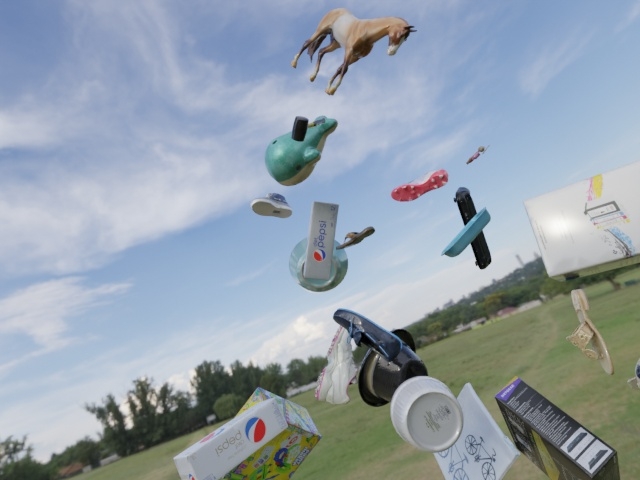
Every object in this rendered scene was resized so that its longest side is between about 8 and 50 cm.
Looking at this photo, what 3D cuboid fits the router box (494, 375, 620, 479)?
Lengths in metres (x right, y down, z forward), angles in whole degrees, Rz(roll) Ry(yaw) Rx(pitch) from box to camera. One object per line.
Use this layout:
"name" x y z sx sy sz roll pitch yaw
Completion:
"router box" 0.568 0.499 0.993 0.081 0.243 0.309 -39 -55 -9

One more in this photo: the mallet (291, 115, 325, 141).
"mallet" -0.029 -0.310 1.150 0.189 0.039 0.062 -37 -32 -65

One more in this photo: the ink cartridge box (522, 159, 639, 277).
"ink cartridge box" 0.567 -0.030 0.835 0.232 0.168 0.171 -22 -21 31

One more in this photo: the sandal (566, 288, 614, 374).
"sandal" 0.723 0.256 1.158 0.079 0.240 0.088 -11 -29 13

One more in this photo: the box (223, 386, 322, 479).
"box" -0.206 0.788 1.633 0.279 0.177 0.290 39 -90 -31

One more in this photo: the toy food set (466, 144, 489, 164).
"toy food set" 0.612 -0.339 1.646 0.078 0.019 0.122 -49 2 -25

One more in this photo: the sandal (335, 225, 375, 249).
"sandal" 0.152 -0.018 1.875 0.090 0.060 0.219 -10 -19 -44

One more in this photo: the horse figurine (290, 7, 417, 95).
"horse figurine" 0.039 -0.374 0.795 0.066 0.263 0.174 27 -72 -41

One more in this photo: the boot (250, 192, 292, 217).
"boot" -0.190 -0.137 1.522 0.069 0.086 0.190 -43 -32 24

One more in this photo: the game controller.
"game controller" 0.587 -0.050 1.602 0.067 0.319 0.166 -18 10 21

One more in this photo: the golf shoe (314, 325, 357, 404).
"golf shoe" 0.083 0.454 1.536 0.140 0.306 0.115 19 -21 4

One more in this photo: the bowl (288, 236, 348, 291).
"bowl" -0.010 0.136 2.096 0.311 0.312 0.163 -23 8 3

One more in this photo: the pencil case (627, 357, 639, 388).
"pencil case" 1.137 0.466 1.185 0.183 0.160 0.410 -51 25 1

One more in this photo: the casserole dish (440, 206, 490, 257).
"casserole dish" 0.420 -0.016 1.189 0.188 0.037 0.114 -46 -9 -3

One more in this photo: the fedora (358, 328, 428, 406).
"fedora" 0.290 0.496 1.519 0.334 0.334 0.152 -9 22 -35

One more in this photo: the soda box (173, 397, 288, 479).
"soda box" -0.172 0.401 0.829 0.216 0.069 0.074 -17 -12 -46

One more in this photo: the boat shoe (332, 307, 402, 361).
"boat shoe" 0.140 0.307 1.370 0.089 0.258 0.109 -50 -37 -26

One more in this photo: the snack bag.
"snack bag" 0.514 0.715 1.431 0.037 0.323 0.343 14 -70 -16

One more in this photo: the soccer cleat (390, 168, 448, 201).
"soccer cleat" 0.418 -0.232 1.752 0.248 0.083 0.095 -20 23 26

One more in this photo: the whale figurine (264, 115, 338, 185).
"whale figurine" -0.069 -0.307 1.332 0.272 0.216 0.141 -49 -54 1

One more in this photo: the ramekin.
"ramekin" 0.316 0.513 1.220 0.207 0.207 0.109 -20 -6 -5

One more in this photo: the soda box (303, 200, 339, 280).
"soda box" 0.000 0.000 1.554 0.098 0.286 0.091 6 3 -5
